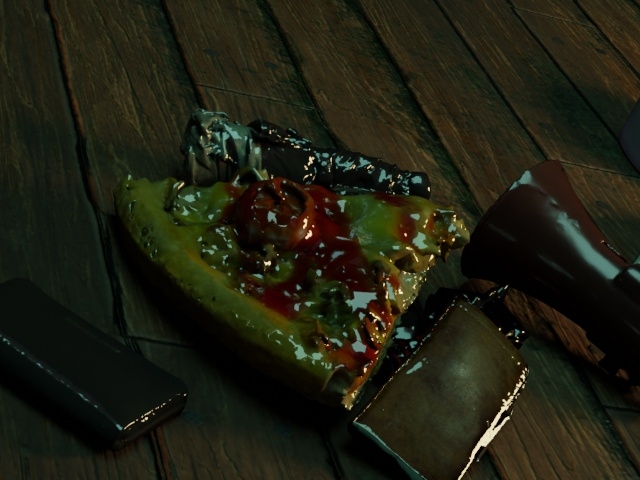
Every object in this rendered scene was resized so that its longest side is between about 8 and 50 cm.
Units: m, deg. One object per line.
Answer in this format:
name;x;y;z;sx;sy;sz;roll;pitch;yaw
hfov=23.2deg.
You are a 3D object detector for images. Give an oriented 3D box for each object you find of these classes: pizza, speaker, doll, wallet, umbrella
pizza;0.000;0.000;1.810;0.406;0.130;0.440;-20;43;-34
speaker;0.376;0.025;1.956;0.329;0.259;0.198;34;13;24
doll;0.154;0.116;1.838;0.127;0.088;0.248;48;41;2
wallet;0.139;0.173;1.702;0.137;0.031;0.255;44;45;2
umbrella;-0.013;-0.089;2.041;0.357;0.113;0.106;10;8;-22
wallet;-0.259;0.115;1.573;0.250;0.044;0.149;32;25;19

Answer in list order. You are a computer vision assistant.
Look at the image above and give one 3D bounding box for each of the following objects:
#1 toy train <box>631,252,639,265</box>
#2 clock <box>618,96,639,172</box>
toy train;0.450;0.052;2.194;0.043;0.047;0.207;40;31;8
clock;0.679;-0.144;2.650;0.338;0.102;0.338;17;28;-10
